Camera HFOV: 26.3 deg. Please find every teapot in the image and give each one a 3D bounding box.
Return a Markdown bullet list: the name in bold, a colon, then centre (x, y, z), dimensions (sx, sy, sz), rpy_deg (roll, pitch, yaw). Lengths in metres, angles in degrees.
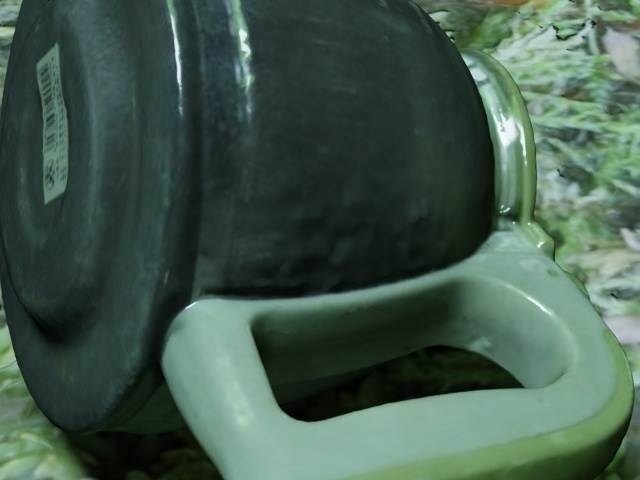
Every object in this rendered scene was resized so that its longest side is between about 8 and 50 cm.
- **teapot**: centre (0.000, -0.023, 0.614), dimensions (0.239, 0.239, 0.321), rpy_deg (1, 10, -28)
